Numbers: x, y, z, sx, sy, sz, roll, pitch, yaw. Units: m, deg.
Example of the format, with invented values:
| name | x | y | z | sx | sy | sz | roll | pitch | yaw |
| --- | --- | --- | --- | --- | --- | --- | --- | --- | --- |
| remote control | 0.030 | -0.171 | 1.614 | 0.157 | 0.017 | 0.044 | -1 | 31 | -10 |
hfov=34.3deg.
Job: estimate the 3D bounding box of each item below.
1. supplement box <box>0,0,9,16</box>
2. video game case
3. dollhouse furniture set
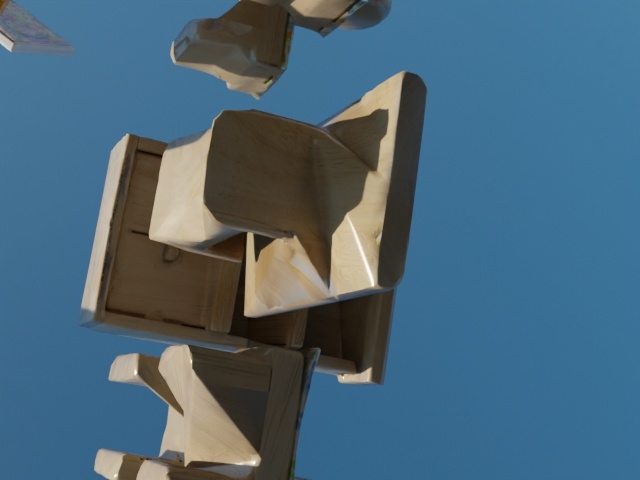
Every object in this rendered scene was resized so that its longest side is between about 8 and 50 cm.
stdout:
| name | x | y | z | sx | sy | sz | roll | pitch | yaw |
| --- | --- | --- | --- | --- | --- | --- | --- | --- | --- |
| supplement box | -0.253 | -0.174 | 0.687 | 0.078 | 0.080 | 0.233 | 42 | -124 | -37 |
| video game case | -0.307 | -0.216 | 1.003 | 0.122 | 0.011 | 0.087 | 38 | -159 | 17 |
| dollhouse furniture set | 0.000 | 0.000 | 0.732 | 0.257 | 0.394 | 0.362 | 13 | -102 | -20 |
